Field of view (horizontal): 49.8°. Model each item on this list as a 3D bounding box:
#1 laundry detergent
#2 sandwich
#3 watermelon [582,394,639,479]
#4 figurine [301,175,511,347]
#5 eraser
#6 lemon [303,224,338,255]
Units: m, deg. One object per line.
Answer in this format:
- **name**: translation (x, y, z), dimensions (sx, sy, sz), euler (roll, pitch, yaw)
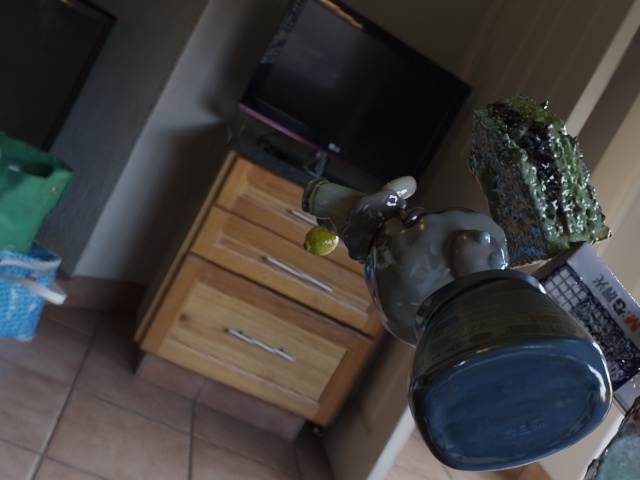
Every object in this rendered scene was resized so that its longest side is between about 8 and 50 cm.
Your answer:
- **laundry detergent**: translation (0.102, 0.058, 0.409), dimensions (0.061, 0.097, 0.206), euler (64, 13, -5)
- **sandwich**: translation (0.385, -0.113, 1.295), dimensions (0.262, 0.131, 0.325), euler (129, -57, -84)
- **watermelon**: translation (0.303, 0.131, 0.518), dimensions (0.154, 0.241, 0.094), euler (22, -21, 21)
- **figurine**: translation (0.123, 0.019, 1.029), dimensions (0.381, 0.203, 0.248), euler (37, -30, 38)
- **eraser**: translation (0.464, 0.149, 1.127), dimensions (0.287, 0.130, 0.086), euler (50, 2, 0)
- **lemon**: translation (0.000, 0.000, 1.394), dimensions (0.083, 0.062, 0.062), euler (-22, 38, -31)
